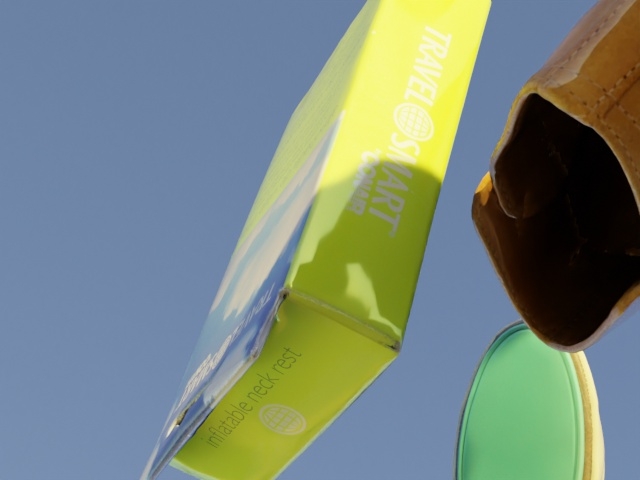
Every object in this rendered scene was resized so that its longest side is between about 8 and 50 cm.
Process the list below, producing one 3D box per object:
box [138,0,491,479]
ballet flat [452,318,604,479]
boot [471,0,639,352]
[{"bbox_3d":[0.000,0.000,0.416,0.042,0.178,0.109,27,-41,-9],"label":"box"},{"bbox_3d":[0.118,0.169,0.710,0.086,0.086,0.248,8,-105,-7],"label":"ballet flat"},{"bbox_3d":[0.148,-0.039,0.475,0.211,0.104,0.295,-48,-30,-10],"label":"boot"}]
